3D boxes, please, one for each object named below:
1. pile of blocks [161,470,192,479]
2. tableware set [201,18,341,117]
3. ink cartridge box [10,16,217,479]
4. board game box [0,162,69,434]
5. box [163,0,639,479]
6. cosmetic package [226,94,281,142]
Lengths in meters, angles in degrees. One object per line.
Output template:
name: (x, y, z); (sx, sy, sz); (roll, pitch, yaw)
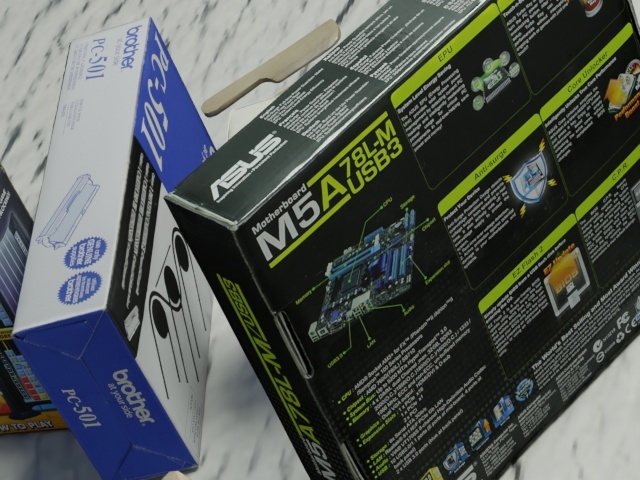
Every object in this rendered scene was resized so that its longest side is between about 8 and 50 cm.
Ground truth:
pile of blocks: (0.096, 0.153, 0.418); (0.113, 0.362, 0.149); (-52, 0, 3)
tableware set: (0.048, -0.067, 0.908); (0.194, 0.039, 0.128); (-33, 49, 0)
ink cartridge box: (-0.085, -0.001, 0.853); (0.046, 0.097, 0.207); (-15, 39, 13)
board game box: (-0.199, 0.027, 0.849); (0.170, 0.141, 0.048); (-8, 40, 23)
box: (0.053, -0.003, 0.706); (0.190, 0.184, 0.045); (-43, 39, -20)
cosmetic package: (0.000, 0.000, 0.789); (0.041, 0.115, 0.060); (-15, 38, 13)
